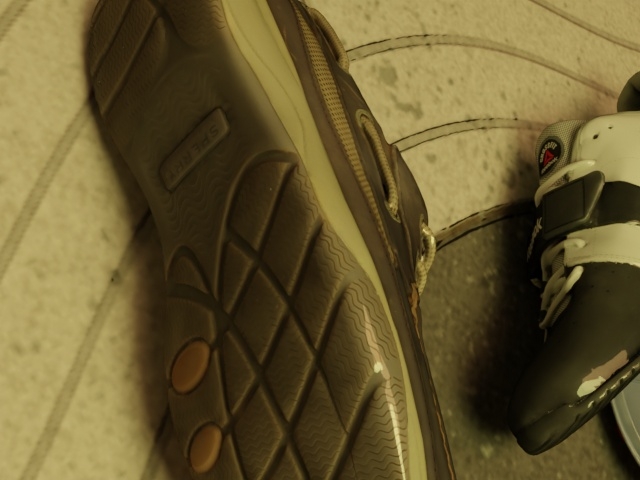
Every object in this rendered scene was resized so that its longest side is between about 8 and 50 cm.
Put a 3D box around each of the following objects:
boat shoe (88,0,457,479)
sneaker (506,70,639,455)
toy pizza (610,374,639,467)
[{"bbox_3d":[0.000,0.000,0.443,0.130,0.132,0.355,2,63,-44],"label":"boat shoe"},{"bbox_3d":[0.185,-0.001,0.630,0.146,0.122,0.330,39,53,9],"label":"sneaker"},{"bbox_3d":[0.288,0.123,0.691,0.201,0.032,0.201,12,58,-21],"label":"toy pizza"}]
